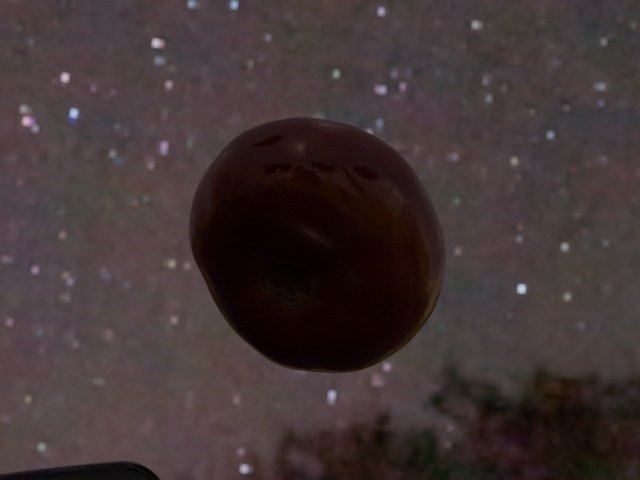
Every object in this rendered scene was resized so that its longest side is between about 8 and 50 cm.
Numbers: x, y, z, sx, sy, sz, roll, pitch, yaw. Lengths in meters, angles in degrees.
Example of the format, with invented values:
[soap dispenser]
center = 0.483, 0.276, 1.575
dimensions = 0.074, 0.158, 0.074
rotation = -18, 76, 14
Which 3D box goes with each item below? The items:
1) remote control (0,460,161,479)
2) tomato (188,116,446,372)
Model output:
[remote control]
center = -0.186, 0.159, 0.924
dimensions = 0.222, 0.072, 0.042
rotation = -6, -3, -15
[tomato]
center = 0.000, 0.000, 1.288
dimensions = 0.195, 0.136, 0.195
rotation = 15, -51, 20
